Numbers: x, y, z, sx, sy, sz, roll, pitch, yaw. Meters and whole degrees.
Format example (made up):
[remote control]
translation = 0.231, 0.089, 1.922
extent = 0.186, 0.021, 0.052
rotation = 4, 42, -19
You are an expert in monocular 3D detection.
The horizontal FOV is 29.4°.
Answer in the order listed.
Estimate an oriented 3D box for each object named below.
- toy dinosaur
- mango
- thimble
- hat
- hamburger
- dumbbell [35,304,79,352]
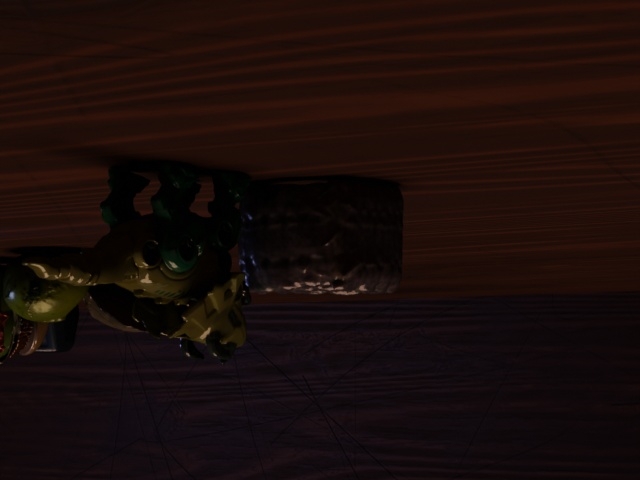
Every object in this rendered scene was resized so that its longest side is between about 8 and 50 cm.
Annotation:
[toy dinosaur]
translation = -0.134, 0.007, 0.958
extent = 0.094, 0.153, 0.259
rotation = -6, 164, 32
[mango]
translation = -0.385, 0.063, 1.715
extent = 0.119, 0.100, 0.178
rotation = -3, -176, -14
[thimble]
translation = 0.001, 0.000, 1.091
extent = 0.150, 0.097, 0.150
rotation = 0, 176, 0
[hat]
translation = -0.260, 0.109, 1.813
extent = 0.214, 0.149, 0.244
rotation = 2, -147, -13
[hamburger]
translation = -0.487, 0.108, 1.860
extent = 0.137, 0.175, 0.175
rotation = -5, 178, -42
[dumbbell]
translation = -0.597, 0.130, 2.151
extent = 0.325, 0.144, 0.160
rotation = -2, 173, 2
